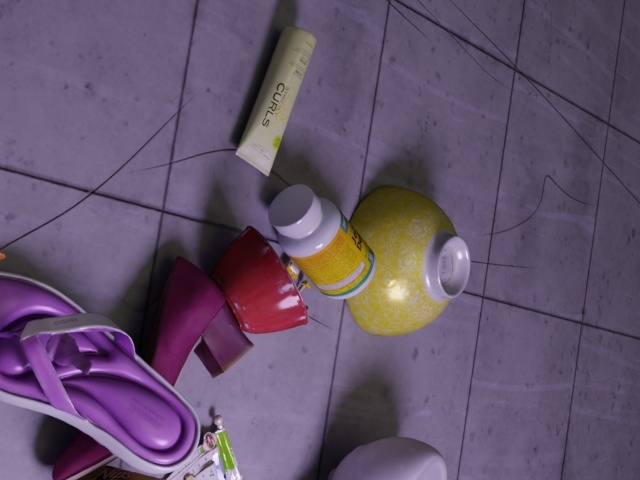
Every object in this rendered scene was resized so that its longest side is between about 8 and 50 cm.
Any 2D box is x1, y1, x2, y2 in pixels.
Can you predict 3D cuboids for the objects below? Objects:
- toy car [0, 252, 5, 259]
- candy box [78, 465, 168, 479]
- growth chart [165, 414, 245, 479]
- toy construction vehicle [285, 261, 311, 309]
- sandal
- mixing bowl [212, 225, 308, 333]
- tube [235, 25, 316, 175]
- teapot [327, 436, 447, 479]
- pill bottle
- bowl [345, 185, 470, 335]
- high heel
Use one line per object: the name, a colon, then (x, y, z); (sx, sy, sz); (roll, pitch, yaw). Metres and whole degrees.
toy car: (-0.449, 0.007, 1.493); (0.238, 0.210, 0.219); (17, 66, -66)
candy box: (-0.236, 0.482, 1.820); (0.087, 0.182, 0.317); (-41, 125, -42)
growth chart: (-0.200, 0.415, 1.996); (0.237, 0.021, 0.172); (-49, 131, -37)
toy construction vehicle: (-0.059, 0.093, 2.142); (0.086, 0.035, 0.098); (43, 57, -33)
sandal: (-0.312, 0.162, 1.662); (0.416, 0.102, 0.169); (34, 56, -26)
mixing bowl: (-0.108, 0.078, 1.984); (0.098, 0.181, 0.181); (-31, 122, -13)
tube: (-0.071, -0.231, 2.069); (0.070, 0.062, 0.240); (22, 78, -10)
teapot: (0.101, 0.452, 2.261); (0.253, 0.187, 0.256); (-61, 150, -21)
pill bottle: (0.000, 0.000, 2.134); (0.208, 0.117, 0.118); (50, 56, -43)
bowl: (0.185, 0.043, 2.352); (0.289, 0.156, 0.290); (-7, 98, -53)
high heel: (-0.278, 0.187, 1.837); (0.377, 0.127, 0.181); (-39, 92, -38)
